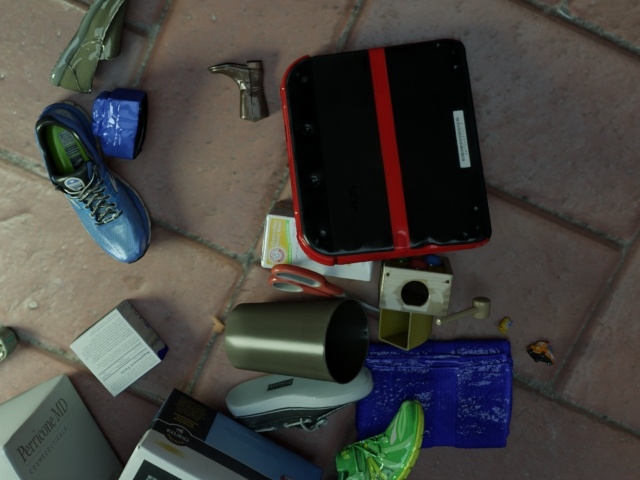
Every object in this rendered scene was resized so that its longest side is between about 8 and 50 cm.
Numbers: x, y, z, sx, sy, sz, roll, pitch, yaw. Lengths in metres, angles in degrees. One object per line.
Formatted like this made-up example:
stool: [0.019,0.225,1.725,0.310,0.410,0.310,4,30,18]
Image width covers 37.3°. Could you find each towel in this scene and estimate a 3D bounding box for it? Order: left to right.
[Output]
towel: [0.219,0.306,1.849,0.308,0.076,0.227,-1,103,3]

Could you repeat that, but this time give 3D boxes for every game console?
game console: [0.111,-0.159,1.692,0.342,0.060,0.386,-7,82,-1]

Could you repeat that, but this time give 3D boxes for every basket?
basket: [-0.051,0.183,1.770,0.227,0.204,0.154,0,95,25]

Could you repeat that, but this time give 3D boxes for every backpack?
backpack: [-0.369,-0.213,1.749,0.101,0.098,0.120,8,113,0]

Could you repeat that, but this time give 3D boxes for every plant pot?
plant pot: [0.170,0.154,1.808,0.083,0.081,0.081,-10,109,-40]

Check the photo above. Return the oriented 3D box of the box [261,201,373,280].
box: [0.000,0.000,1.768,0.203,0.114,0.103,7,105,2]

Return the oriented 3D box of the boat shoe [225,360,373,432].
boat shoe: [-0.031,0.317,1.834,0.306,0.113,0.105,-16,118,18]

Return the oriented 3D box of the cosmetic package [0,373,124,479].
cosmetic package: [-0.575,0.540,1.817,0.327,0.329,0.393,-26,102,11]

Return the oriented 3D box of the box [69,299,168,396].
box: [-0.393,0.211,1.863,0.126,0.072,0.137,-37,98,11]

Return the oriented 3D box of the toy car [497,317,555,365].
toy car: [0.404,0.190,1.823,0.122,0.060,0.040,42,70,-14]

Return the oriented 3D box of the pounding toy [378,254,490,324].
pounding toy: [0.214,0.084,1.742,0.206,0.181,0.094,7,103,2]

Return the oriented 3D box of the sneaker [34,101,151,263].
sneaker: [-0.434,-0.095,1.754,0.130,0.147,0.330,-29,101,10]

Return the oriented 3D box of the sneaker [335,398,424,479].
sneaker: [0.095,0.421,1.785,0.123,0.109,0.295,34,93,-6]

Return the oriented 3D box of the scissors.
scissors: [0.040,0.101,1.770,0.297,0.109,0.021,18,63,-16]

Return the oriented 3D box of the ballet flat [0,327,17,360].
ballet flat: [-0.702,0.244,1.891,0.213,0.068,0.072,-33,99,10]

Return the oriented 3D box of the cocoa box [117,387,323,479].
cocoa box: [-0.205,0.490,1.795,0.347,0.228,0.231,29,110,-3]

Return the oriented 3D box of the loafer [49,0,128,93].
loafer: [-0.395,-0.372,1.722,0.087,0.094,0.251,32,108,-16]

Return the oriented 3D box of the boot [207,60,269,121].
boot: [-0.152,-0.272,1.754,0.106,0.037,0.114,-2,108,6]
